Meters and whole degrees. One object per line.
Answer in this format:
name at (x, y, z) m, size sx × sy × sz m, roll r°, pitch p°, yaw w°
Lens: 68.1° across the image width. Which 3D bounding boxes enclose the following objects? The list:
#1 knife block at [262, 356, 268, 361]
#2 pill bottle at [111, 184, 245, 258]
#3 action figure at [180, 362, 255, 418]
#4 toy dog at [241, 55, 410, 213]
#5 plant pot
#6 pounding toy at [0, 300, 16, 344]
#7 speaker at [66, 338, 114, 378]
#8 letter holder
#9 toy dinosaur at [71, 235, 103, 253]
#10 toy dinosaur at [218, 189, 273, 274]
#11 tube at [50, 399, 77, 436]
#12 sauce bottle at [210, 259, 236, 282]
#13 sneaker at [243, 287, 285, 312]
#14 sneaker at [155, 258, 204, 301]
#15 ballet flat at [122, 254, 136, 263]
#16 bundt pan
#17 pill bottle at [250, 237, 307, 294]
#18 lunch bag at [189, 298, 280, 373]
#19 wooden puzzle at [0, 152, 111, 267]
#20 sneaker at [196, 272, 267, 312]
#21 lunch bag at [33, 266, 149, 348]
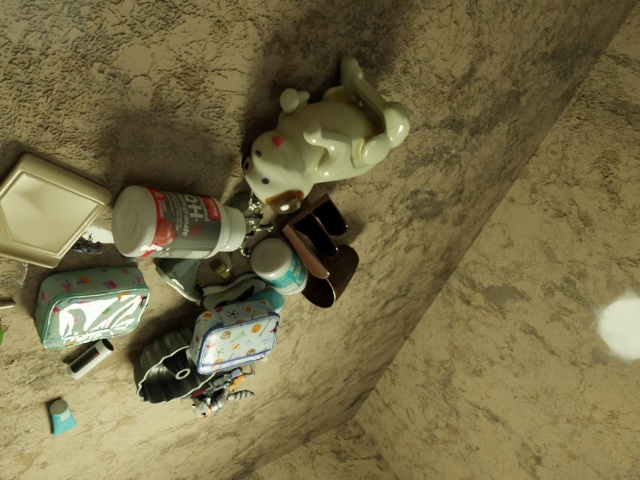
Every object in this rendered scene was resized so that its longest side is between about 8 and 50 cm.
knife block at (-0.314, 0.390, 1.933) m, size 0.275 × 0.242 × 0.088 m, roll -76°, pitch -176°, yaw -51°
pill bottle at (-0.361, -0.040, 1.252) m, size 0.319 × 0.176 × 0.176 m, roll 4°, pitch 126°, yaw -50°
action figure at (-0.391, 0.627, 1.966) m, size 0.342 × 0.178 × 0.330 m, roll -29°, pitch 175°, yaw 31°
toy dog at (-0.027, -0.259, 1.315) m, size 0.408 × 0.284 × 0.395 m, roll -31°, pitch 167°, yaw -16°
plant pot at (0.045, 0.118, 1.890) m, size 0.230 × 0.215 × 0.215 m, roll -38°, pitch 151°, yaw -35°
pounding toy at (-0.854, 0.263, 1.141) m, size 0.183 × 0.110 × 0.236 m, roll 10°, pitch 122°, yaw -52°
speaker at (-0.713, 0.366, 1.472) m, size 0.136 × 0.055 × 0.055 m, roll -39°, pitch 148°, yaw -5°
letter holder at (0.000, 0.000, 1.536) m, size 0.152 × 0.214 × 0.302 m, roll -37°, pitch -178°, yaw -10°
toy dinosaur at (-0.600, 0.015, 1.208) m, size 0.090 × 0.047 × 0.082 m, roll -8°, pitch 160°, yaw 9°
toy dinosaur at (-0.254, -0.039, 1.461) m, size 0.160 × 0.121 × 0.313 m, roll 26°, pitch 114°, yaw -44°
tube at (-0.872, 0.607, 1.603) m, size 0.080 × 0.052 × 0.207 m, roll -13°, pitch 144°, yaw -31°
sauce bottle at (-0.325, 0.108, 1.600) m, size 0.042 × 0.042 × 0.128 m, roll -39°, pitch 150°, yaw -5°
sneaker at (-0.293, 0.306, 1.803) m, size 0.319 × 0.127 × 0.208 m, roll -14°, pitch 151°, yaw -20°
sneaker at (-0.400, 0.108, 1.477) m, size 0.118 × 0.083 × 0.222 m, roll -40°, pitch 147°, yaw -4°
ballet flat at (-0.496, 0.021, 1.311) m, size 0.114 × 0.041 × 0.041 m, roll -32°, pitch 147°, yaw -17°
bundt pan at (-0.519, 0.433, 1.702) m, size 0.331 × 0.124 × 0.330 m, roll -29°, pitch 147°, yaw -21°
pill bottle at (-0.136, 0.106, 1.704) m, size 0.146 × 0.146 × 0.264 m, roll -40°, pitch 149°, yaw -3°
lunch bag at (-0.283, 0.332, 1.616) m, size 0.304 × 0.115 × 0.243 m, roll -4°, pitch 123°, yaw -37°
wooden puzzle at (-0.631, -0.061, 1.066) m, size 0.238 × 0.044 × 0.221 m, roll -50°, pitch 147°, yaw 5°
sneaker at (-0.300, 0.198, 1.674) m, size 0.272 × 0.108 × 0.100 m, roll -18°, pitch 140°, yaw -36°
lunch bag at (-0.620, 0.187, 1.306) m, size 0.279 × 0.108 × 0.223 m, roll -3°, pitch 131°, yaw -46°
